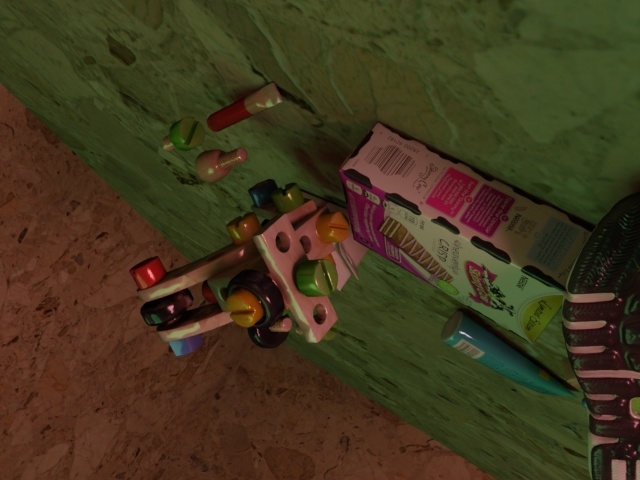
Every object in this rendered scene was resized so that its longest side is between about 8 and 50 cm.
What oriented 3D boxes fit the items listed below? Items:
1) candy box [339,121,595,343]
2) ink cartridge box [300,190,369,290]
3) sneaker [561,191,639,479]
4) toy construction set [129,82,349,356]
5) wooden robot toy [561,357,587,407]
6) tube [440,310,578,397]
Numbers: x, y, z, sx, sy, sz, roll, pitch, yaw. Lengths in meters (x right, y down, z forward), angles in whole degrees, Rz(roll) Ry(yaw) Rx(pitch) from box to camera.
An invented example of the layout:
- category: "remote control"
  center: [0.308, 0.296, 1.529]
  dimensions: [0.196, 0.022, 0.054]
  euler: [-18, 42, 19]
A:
- category: "candy box"
  center: [0.138, -0.003, 0.580]
  dimensions: [0.233, 0.071, 0.159]
  euler: [30, 163, 21]
- category: "ink cartridge box"
  center: [0.000, 0.000, 0.849]
  dimensions: [0.143, 0.090, 0.092]
  euler: [24, 160, 35]
- category: "sneaker"
  center: [0.260, 0.071, 0.491]
  dimensions: [0.106, 0.162, 0.281]
  euler: [1, 115, 20]
- category: "toy construction set"
  center: [-0.053, -0.020, 0.631]
  dimensions: [0.257, 0.309, 0.237]
  euler: [-7, 178, -42]
- category: "wooden robot toy"
  center: [0.358, 0.174, 0.674]
  dimensions: [0.079, 0.076, 0.173]
  euler: [-29, 118, 34]
- category: "tube"
  center: [0.279, 0.182, 0.862]
  dimensions: [0.207, 0.052, 0.080]
  euler: [33, 170, -6]
